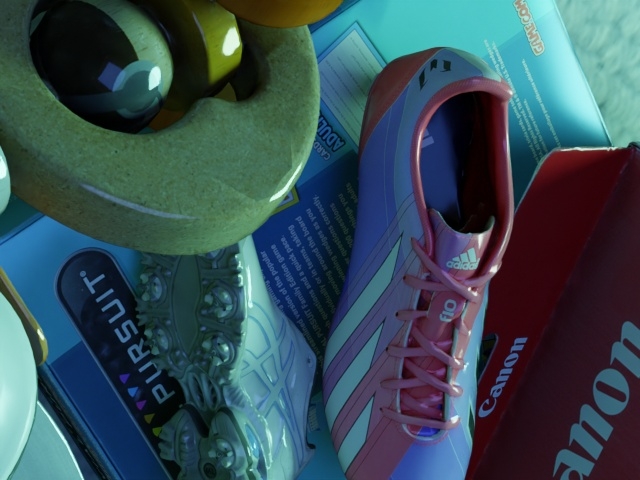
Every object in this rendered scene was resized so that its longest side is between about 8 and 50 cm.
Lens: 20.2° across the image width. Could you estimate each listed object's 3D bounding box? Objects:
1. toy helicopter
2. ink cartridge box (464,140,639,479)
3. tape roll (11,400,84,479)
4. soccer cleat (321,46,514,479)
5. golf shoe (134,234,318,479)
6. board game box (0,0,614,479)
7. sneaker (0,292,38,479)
[{"bbox_3d":[-0.166,-0.104,0.739,0.355,0.140,0.235,28,58,-12],"label":"toy helicopter"},{"bbox_3d":[0.193,0.106,1.011,0.272,0.130,0.309,-2,124,-40],"label":"ink cartridge box"},{"bbox_3d":[-0.208,0.131,0.749,0.219,0.072,0.219,-10,111,-27],"label":"tape roll"},{"bbox_3d":[0.053,0.028,0.889,0.083,0.095,0.248,2,97,-19],"label":"soccer cleat"},{"bbox_3d":[-0.040,0.051,0.894,0.086,0.069,0.176,-26,121,-46],"label":"golf shoe"},{"bbox_3d":[0.000,0.000,0.971,0.336,0.079,0.254,-35,120,-14],"label":"board game box"},{"bbox_3d":[-0.311,-0.050,0.572,0.447,0.257,0.169,21,70,10],"label":"sneaker"}]
